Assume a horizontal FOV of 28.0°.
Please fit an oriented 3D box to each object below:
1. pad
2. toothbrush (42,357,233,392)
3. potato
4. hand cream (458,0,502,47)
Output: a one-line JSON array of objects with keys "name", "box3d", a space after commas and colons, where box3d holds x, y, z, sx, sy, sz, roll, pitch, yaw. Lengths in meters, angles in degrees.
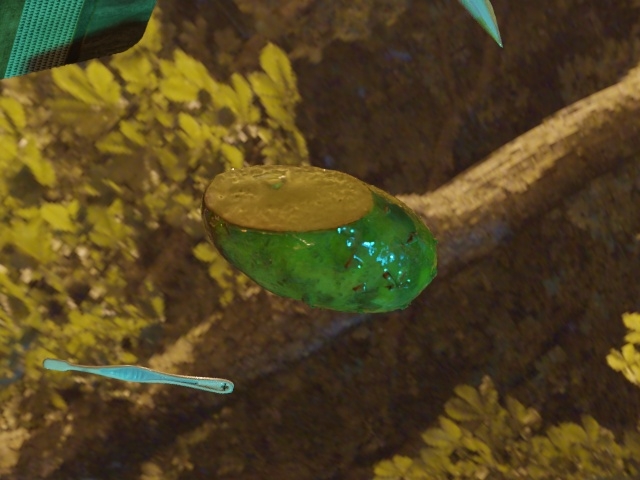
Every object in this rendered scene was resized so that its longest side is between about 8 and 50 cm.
[{"name": "pad", "box3d": [-0.262, -0.281, 1.472, 0.323, 0.250, 0.055, -27, -97, 55]}, {"name": "toothbrush", "box3d": [-0.154, 0.114, 1.088, 0.162, 0.017, 0.014, 9, -85, -5]}, {"name": "potato", "box3d": [0.000, 0.000, 1.485, 0.176, 0.298, 0.141, -58, -151, 35]}, {"name": "hand cream", "box3d": [0.177, -0.319, 1.589, 0.047, 0.174, 0.076, -29, -144, 23]}]
